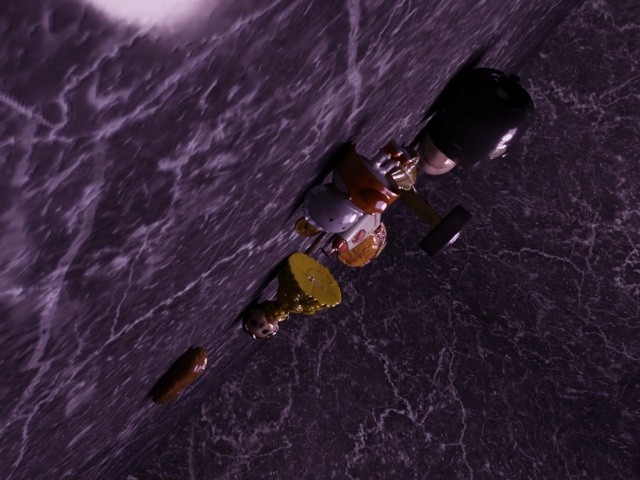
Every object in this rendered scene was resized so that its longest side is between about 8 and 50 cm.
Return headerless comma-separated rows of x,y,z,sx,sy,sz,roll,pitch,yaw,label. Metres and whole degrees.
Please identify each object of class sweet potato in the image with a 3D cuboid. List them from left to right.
-0.366,0.357,1.276,0.233,0.062,0.081,-46,175,19,sweet potato

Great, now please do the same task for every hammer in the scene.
0.001,0.001,1.577,0.297,0.027,0.125,-49,173,24,hammer

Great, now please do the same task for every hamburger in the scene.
0.185,0.020,2.262,0.283,0.245,0.155,6,-140,38,hamburger

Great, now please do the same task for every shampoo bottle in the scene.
0.113,-0.025,1.886,0.284,0.071,0.153,-42,155,-23,shampoo bottle

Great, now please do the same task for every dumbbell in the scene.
0.346,-0.115,1.752,0.204,0.322,0.203,-45,173,-7,dumbbell

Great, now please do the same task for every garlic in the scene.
0.409,-0.320,1.669,0.228,0.152,0.228,-44,172,-7,garlic

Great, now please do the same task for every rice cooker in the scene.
0.460,-0.352,1.431,0.267,0.267,0.224,-41,168,-40,rice cooker

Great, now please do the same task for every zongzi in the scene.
0.228,-0.182,1.570,0.178,0.081,0.189,-38,152,-14,zongzi

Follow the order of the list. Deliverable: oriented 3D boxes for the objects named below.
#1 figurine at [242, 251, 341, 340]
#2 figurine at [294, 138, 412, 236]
-0.115,0.194,1.473,0.188,0.167,0.315,23,129,-37,figurine
0.055,-0.096,0.986,0.271,0.143,0.143,-27,-175,34,figurine
